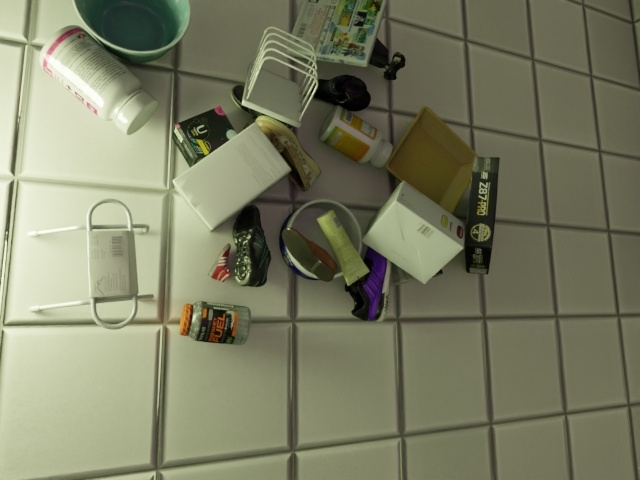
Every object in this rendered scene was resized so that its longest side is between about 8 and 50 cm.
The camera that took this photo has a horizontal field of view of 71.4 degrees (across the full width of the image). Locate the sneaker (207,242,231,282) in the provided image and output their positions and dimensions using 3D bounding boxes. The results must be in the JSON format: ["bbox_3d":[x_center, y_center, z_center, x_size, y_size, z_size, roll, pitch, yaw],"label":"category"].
[{"bbox_3d":[-0.292,0.072,1.381,0.067,0.042,0.118,31,79,-12],"label":"sneaker"}]

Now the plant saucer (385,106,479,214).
[{"bbox_3d":[0.425,-0.291,1.726,0.333,0.081,0.333,39,70,-13],"label":"plant saucer"}]

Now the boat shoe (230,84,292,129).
[{"bbox_3d":[-0.190,-0.437,1.454,0.233,0.079,0.084,37,77,0],"label":"boat shoe"}]

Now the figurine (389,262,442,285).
[{"bbox_3d":[0.321,0.045,1.631,0.215,0.092,0.209,-9,77,-23],"label":"figurine"}]

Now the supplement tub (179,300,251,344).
[{"bbox_3d":[-0.308,0.241,1.306,0.190,0.117,0.117,10,78,-21],"label":"supplement tub"}]

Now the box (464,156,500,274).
[{"bbox_3d":[0.582,-0.073,1.614,0.097,0.395,0.318,4,74,20],"label":"box"}]

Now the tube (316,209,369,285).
[{"bbox_3d":[0.068,0.021,1.424,0.070,0.062,0.240,-26,100,19],"label":"tube"}]

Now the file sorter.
[{"bbox_3d":[-0.119,-0.529,1.415,0.193,0.173,0.277,18,39,-20],"label":"file sorter"}]

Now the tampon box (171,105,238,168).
[{"bbox_3d":[-0.357,-0.320,1.384,0.161,0.101,0.120,-33,96,-24],"label":"tampon box"}]

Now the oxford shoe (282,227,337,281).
[{"bbox_3d":[-0.033,0.034,1.380,0.212,0.076,0.076,45,38,-8],"label":"oxford shoe"}]

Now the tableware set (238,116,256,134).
[{"bbox_3d":[-0.186,-0.368,1.500,0.128,0.039,0.194,38,69,-13],"label":"tableware set"}]

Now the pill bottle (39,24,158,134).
[{"bbox_3d":[-0.617,-0.445,1.262,0.283,0.160,0.160,42,68,-11],"label":"pill bottle"}]

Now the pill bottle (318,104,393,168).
[{"bbox_3d":[0.128,-0.357,1.578,0.246,0.136,0.136,27,72,-17],"label":"pill bottle"}]

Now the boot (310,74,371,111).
[{"bbox_3d":[0.108,-0.506,1.544,0.246,0.207,0.094,7,103,-26],"label":"boot"}]

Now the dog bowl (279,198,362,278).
[{"bbox_3d":[0.000,0.000,1.483,0.265,0.104,0.265,4,80,-23],"label":"dog bowl"}]

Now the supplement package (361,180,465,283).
[{"bbox_3d":[0.309,-0.027,1.475,0.262,0.204,0.145,34,38,-5],"label":"supplement package"}]

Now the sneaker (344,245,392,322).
[{"bbox_3d":[0.157,0.130,1.530,0.146,0.102,0.293,7,79,-21],"label":"sneaker"}]

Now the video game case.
[{"bbox_3d":[0.064,-0.782,1.597,0.300,0.036,0.329,14,73,13],"label":"video game case"}]

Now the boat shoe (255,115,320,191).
[{"bbox_3d":[-0.112,-0.283,1.456,0.285,0.104,0.089,43,63,-25],"label":"boat shoe"}]

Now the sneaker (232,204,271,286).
[{"bbox_3d":[-0.215,0.020,1.410,0.106,0.101,0.267,22,63,-50],"label":"sneaker"}]

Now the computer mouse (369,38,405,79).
[{"bbox_3d":[0.186,-0.708,1.661,0.272,0.188,0.072,45,85,-2],"label":"computer mouse"}]

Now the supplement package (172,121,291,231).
[{"bbox_3d":[-0.265,-0.182,1.337,0.293,0.175,0.177,-39,98,-13],"label":"supplement package"}]

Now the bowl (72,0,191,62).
[{"bbox_3d":[-0.555,-0.660,1.323,0.311,0.163,0.311,4,80,-23],"label":"bowl"}]

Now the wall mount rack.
[{"bbox_3d":[-0.618,0.069,1.204,0.304,0.130,0.350,-2,82,-27],"label":"wall mount rack"}]
